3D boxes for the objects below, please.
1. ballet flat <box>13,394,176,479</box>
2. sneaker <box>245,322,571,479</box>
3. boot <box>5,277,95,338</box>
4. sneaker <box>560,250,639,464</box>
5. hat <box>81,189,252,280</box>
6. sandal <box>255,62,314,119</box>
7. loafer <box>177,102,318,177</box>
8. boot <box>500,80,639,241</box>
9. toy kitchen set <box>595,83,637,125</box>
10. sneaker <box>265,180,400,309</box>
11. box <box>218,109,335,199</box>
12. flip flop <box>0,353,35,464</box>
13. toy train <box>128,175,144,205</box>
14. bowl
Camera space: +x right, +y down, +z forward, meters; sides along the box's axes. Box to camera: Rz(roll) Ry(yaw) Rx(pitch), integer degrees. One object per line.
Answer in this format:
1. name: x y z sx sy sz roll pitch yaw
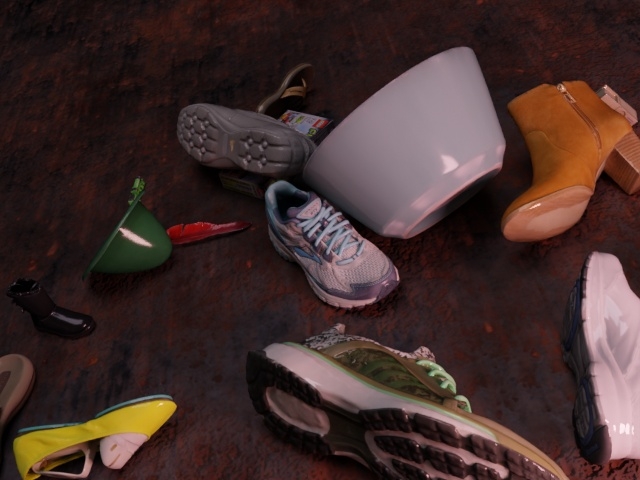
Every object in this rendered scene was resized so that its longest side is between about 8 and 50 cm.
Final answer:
1. ballet flat: -0.293 0.266 1.068 0.231 0.077 0.077 -15 61 9
2. sneaker: 0.110 0.183 0.953 0.411 0.158 0.182 20 41 33
3. boot: -0.422 0.103 1.272 0.121 0.099 0.045 3 45 24
4. sneaker: 0.356 0.134 0.954 0.130 0.111 0.297 5 47 4
5. hat: -0.263 0.031 1.356 0.208 0.184 0.173 -46 16 35
6. sandal: -0.061 -0.276 1.600 0.049 0.072 0.180 27 58 23
7. loafer: -0.134 -0.173 1.432 0.112 0.112 0.320 -5 22 -46
8. boot: 0.331 -0.127 1.204 0.295 0.104 0.211 -22 58 -21
9. toy kitchen set: 0.454 -0.189 1.324 0.083 0.075 0.068 -42 20 39
10. sneaker: 0.000 0.000 1.209 0.110 0.122 0.283 -37 43 -20
11. box: -0.075 -0.158 1.489 0.114 0.036 0.207 18 51 35
12. flip flop: -0.484 0.253 1.136 0.112 0.080 0.277 -2 39 13
13. toy train: -0.344 -0.091 1.525 0.017 0.023 0.083 -12 40 9
14. bowl: 0.144 -0.116 1.191 0.312 0.311 0.163 -32 79 -16
